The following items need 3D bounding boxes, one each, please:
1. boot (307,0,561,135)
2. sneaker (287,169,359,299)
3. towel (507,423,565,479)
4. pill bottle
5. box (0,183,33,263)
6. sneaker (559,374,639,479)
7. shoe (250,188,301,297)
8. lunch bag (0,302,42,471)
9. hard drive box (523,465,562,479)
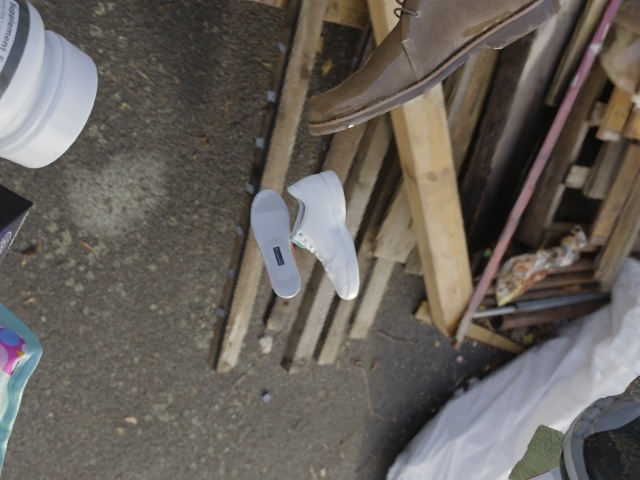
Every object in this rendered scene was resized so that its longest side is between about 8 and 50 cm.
[{"bbox_3d":[0.101,-0.220,0.764,0.305,0.112,0.115,-34,111,-5],"label":"boot"},{"bbox_3d":[0.000,0.000,1.139,0.094,0.080,0.212,-17,105,-12],"label":"sneaker"},{"bbox_3d":[0.328,0.318,0.987,0.027,0.148,0.110,36,83,-22],"label":"towel"},{"bbox_3d":[-0.360,-0.184,0.652,0.283,0.161,0.161,30,95,-49],"label":"pill bottle"},{"bbox_3d":[-0.463,0.063,0.833,0.103,0.184,0.261,31,109,-14],"label":"box"},{"bbox_3d":[0.210,0.076,0.384,0.228,0.086,0.132,-16,140,-58],"label":"sneaker"},{"bbox_3d":[-0.077,0.006,1.180,0.063,0.081,0.178,-15,93,-11],"label":"shoe"},{"bbox_3d":[-0.340,0.064,0.440,0.223,0.262,0.160,14,100,-50],"label":"lunch bag"},{"bbox_3d":[0.234,0.321,0.805,0.181,0.089,0.232,-28,155,16],"label":"hard drive box"}]
